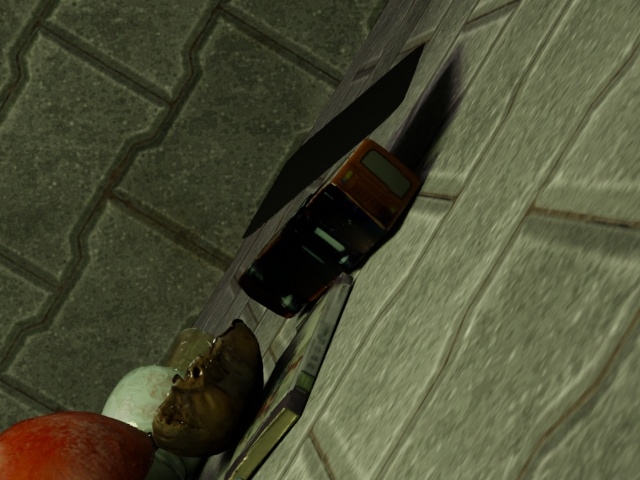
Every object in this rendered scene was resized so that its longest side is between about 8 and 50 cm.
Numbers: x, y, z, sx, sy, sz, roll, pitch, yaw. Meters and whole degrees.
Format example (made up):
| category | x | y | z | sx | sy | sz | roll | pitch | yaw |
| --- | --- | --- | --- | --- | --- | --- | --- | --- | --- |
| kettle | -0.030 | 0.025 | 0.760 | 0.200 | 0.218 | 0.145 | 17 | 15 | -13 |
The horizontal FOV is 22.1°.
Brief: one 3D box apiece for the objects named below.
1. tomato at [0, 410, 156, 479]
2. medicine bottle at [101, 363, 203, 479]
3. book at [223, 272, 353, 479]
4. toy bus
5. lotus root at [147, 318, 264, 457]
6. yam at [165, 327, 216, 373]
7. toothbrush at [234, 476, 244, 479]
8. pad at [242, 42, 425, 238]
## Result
| category | x | y | z | sx | sy | sz | roll | pitch | yaw |
| --- | --- | --- | --- | --- | --- | --- | --- | --- | --- |
| tomato | -0.352 | 0.308 | 1.860 | 0.338 | 0.144 | 0.338 | -40 | 9 | 8 |
| medicine bottle | -0.218 | 0.257 | 2.116 | 0.147 | 0.147 | 0.143 | -52 | 12 | 49 |
| book | -0.037 | 0.150 | 1.727 | 0.157 | 0.026 | 0.231 | -55 | 7 | 38 |
| toy bus | 0.000 | 0.000 | 1.869 | 0.092 | 0.093 | 0.409 | -53 | 4 | -23 |
| lotus root | -0.111 | 0.192 | 1.839 | 0.167 | 0.078 | 0.329 | -45 | -11 | -8 |
| yam | -0.213 | 0.251 | 2.375 | 0.093 | 0.093 | 0.259 | -52 | 9 | 48 |
| toothbrush | -0.079 | 0.263 | 1.543 | 0.019 | 0.016 | 0.219 | -57 | 6 | 7 |
| pad | 0.016 | -0.085 | 1.950 | 0.315 | 0.063 | 0.375 | -38 | 9 | 19 |
